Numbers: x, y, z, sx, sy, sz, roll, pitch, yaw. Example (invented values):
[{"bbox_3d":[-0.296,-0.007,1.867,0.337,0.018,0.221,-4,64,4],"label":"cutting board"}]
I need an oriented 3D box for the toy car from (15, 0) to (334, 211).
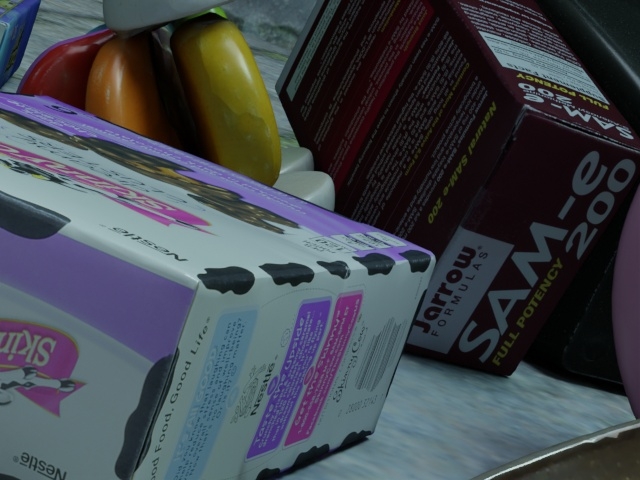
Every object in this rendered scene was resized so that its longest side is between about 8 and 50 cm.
[{"bbox_3d":[-0.078,-0.060,0.746,0.136,0.159,0.182,-18,14,-3],"label":"toy car"}]

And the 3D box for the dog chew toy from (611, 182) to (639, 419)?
[{"bbox_3d":[0.229,0.054,0.483,0.207,0.206,0.332,15,17,-24],"label":"dog chew toy"}]

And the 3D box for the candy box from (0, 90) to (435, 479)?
[{"bbox_3d":[-0.075,0.009,0.480,0.165,0.070,0.196,23,9,18],"label":"candy box"}]

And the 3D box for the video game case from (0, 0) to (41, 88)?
[{"bbox_3d":[-0.311,-0.159,1.013,0.244,0.061,0.269,17,10,-9],"label":"video game case"}]

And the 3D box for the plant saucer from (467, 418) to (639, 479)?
[{"bbox_3d":[0.135,0.078,0.249,0.311,0.050,0.310,-9,10,2],"label":"plant saucer"}]

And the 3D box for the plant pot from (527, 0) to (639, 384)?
[{"bbox_3d":[0.167,-0.015,0.830,0.188,0.187,0.167,16,20,-23],"label":"plant pot"}]

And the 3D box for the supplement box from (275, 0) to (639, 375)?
[{"bbox_3d":[0.058,-0.061,0.778,0.073,0.130,0.239,16,29,-24],"label":"supplement box"}]
